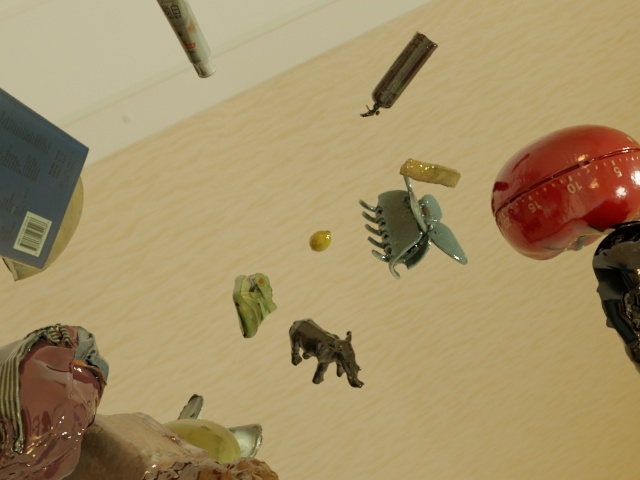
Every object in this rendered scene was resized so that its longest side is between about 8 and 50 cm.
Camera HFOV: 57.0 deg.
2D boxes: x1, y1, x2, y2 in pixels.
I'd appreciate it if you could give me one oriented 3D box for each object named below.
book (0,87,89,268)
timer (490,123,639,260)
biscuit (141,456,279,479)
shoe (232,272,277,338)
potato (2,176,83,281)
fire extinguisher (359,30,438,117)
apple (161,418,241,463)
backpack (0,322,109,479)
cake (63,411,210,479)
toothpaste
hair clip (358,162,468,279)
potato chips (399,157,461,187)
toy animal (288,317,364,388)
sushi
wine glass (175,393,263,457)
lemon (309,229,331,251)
[{"bbox_3d":[-0.406,-0.086,0.722,0.025,0.190,0.269,12,-13,19],"label":"book"},{"bbox_3d":[0.615,-0.119,1.461,0.378,0.378,0.279,96,-25,-72],"label":"timer"},{"bbox_3d":[-0.167,0.435,0.612,0.166,0.342,0.395,46,-2,-24],"label":"biscuit"},{"bbox_3d":[-0.199,0.169,1.718,0.262,0.128,0.140,-116,-178,-69],"label":"shoe"},{"bbox_3d":[-0.626,-0.056,1.365,0.189,0.264,0.211,57,-37,-4],"label":"potato"},{"bbox_3d":[0.205,-0.442,1.606,0.072,0.267,0.089,44,18,18],"label":"fire extinguisher"},{"bbox_3d":[-0.323,0.562,1.404,0.279,0.279,0.279,58,-11,18],"label":"apple"},{"bbox_3d":[-0.502,0.287,0.970,0.317,0.283,0.197,-132,-157,-62],"label":"backpack"},{"bbox_3d":[-0.405,0.525,1.183,0.230,0.308,0.237,16,-11,27],"label":"cake"},{"bbox_3d":[-0.352,-0.562,1.498,0.100,0.066,0.323,5,-36,24],"label":"toothpaste"},{"bbox_3d":[0.300,-0.056,2.091,0.392,0.238,0.318,35,33,-44],"label":"hair clip"},{"bbox_3d":[0.336,-0.184,1.660,0.080,0.057,0.407,24,13,26],"label":"potato chips"},{"bbox_3d":[0.007,0.283,1.464,0.245,0.114,0.146,19,-57,25],"label":"toy animal"},{"bbox_3d":[0.754,0.094,1.181,0.285,0.329,0.327,-36,-127,42],"label":"sushi"},{"bbox_3d":[-0.302,0.561,1.743,0.232,0.156,0.156,41,-1,-26],"label":"wine glass"},{"bbox_3d":[0.000,0.000,1.772,0.062,0.083,0.062,40,17,-14],"label":"lemon"}]
